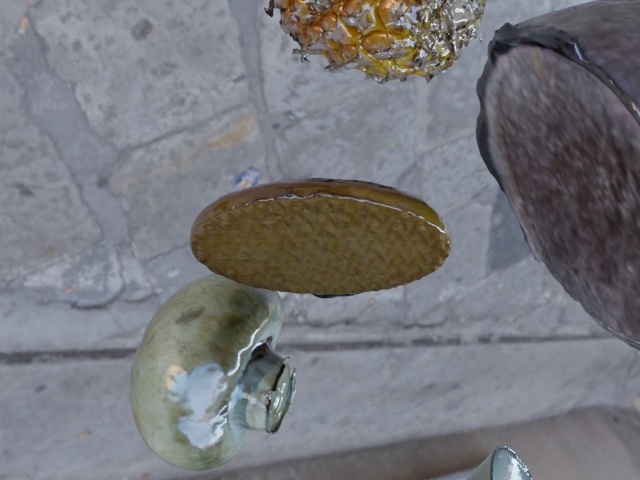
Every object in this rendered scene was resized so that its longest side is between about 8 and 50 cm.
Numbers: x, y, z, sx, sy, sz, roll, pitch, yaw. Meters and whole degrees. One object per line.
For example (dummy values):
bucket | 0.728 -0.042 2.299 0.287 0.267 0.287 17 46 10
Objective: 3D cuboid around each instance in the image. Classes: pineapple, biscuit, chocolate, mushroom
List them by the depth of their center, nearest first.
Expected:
chocolate | 0.293 -0.082 0.721 0.213 0.303 0.303 -29 149 -10
biscuit | 0.000 -0.001 0.848 0.262 0.037 0.262 2 158 1
pineapple | 0.113 -0.425 1.414 0.352 0.300 0.352 -39 140 -43
mushroom | -0.176 0.219 1.478 0.352 0.260 0.352 17 90 -76

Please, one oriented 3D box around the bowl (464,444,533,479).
bowl | 0.249 0.478 1.238 0.158 0.337 0.337 -23 153 20

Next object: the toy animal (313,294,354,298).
toy animal | -0.012 0.005 1.231 0.138 0.179 0.166 -49 125 -29
